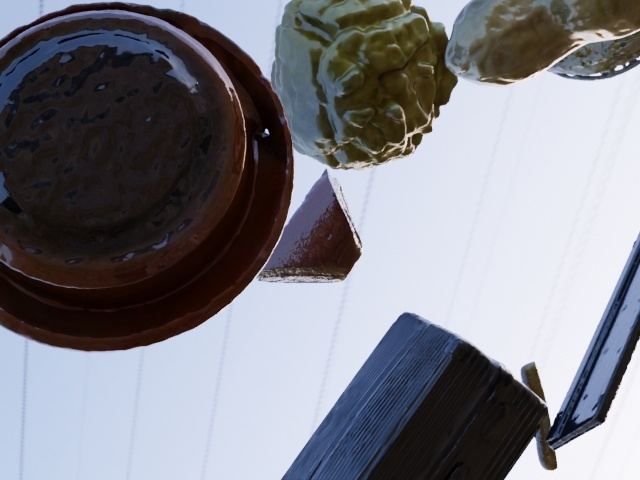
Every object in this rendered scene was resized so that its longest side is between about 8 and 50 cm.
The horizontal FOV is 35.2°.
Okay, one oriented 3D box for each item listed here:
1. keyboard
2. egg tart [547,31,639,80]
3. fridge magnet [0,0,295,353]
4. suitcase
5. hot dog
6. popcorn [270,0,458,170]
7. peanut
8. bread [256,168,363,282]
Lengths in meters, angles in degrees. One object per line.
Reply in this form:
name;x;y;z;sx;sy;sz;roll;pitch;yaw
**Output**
keyboard;0.308;0.076;1.024;0.310;0.018;0.101;-55;0;-33
egg tart;0.307;-0.283;1.081;0.094;0.234;0.234;5;-64;-41
fridge magnet;-0.205;-0.072;0.973;0.363;0.363;0.155;-41;-12;-12
suitcase;0.074;0.253;1.124;0.152;0.229;0.335;36;-93;-13
hot dog;0.274;0.221;1.270;0.028;0.137;0.044;-13;-5;7
popcorn;0.053;-0.209;1.266;0.225;0.249;0.249;-24;-45;-24
peanut;0.213;-0.203;0.870;0.229;0.098;0.103;-26;-26;22
bread;0.000;0.000;1.446;0.192;0.119;0.067;-57;-19;-8
